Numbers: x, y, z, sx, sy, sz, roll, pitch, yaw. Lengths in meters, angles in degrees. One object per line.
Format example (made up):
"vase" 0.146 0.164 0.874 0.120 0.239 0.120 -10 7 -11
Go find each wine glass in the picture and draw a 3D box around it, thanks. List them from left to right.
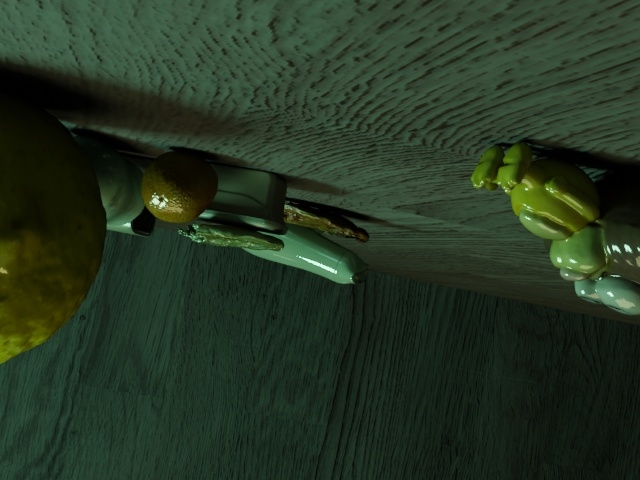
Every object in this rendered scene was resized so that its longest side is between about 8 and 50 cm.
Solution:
"wine glass" -0.252 -0.066 1.123 0.092 0.093 0.202 10 174 15

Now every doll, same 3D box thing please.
"doll" 0.188 -0.005 0.738 0.188 0.096 0.145 21 169 2

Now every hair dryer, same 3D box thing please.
"hair dryer" 0.000 0.000 1.578 0.206 0.075 0.237 24 -166 16

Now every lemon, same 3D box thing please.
"lemon" -0.319 -0.014 0.899 0.310 0.254 0.253 8 176 44

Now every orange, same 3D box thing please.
"orange" -0.144 -0.055 1.103 0.085 0.085 0.085 11 177 1

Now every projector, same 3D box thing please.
"projector" -0.275 -0.054 1.474 0.082 0.083 0.083 10 177 14

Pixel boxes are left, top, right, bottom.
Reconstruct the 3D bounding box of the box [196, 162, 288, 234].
"box" -0.096 -0.047 1.179 0.122 0.062 0.089 11 178 12

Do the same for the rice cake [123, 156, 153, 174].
"rice cake" -0.211 -0.071 1.259 0.269 0.049 0.055 12 172 -2

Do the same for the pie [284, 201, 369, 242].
"pie" 0.009 -0.026 1.448 0.191 0.033 0.088 16 179 -36

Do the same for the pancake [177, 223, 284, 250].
"pancake" -0.097 -0.003 1.190 0.116 0.023 0.129 9 178 -25
